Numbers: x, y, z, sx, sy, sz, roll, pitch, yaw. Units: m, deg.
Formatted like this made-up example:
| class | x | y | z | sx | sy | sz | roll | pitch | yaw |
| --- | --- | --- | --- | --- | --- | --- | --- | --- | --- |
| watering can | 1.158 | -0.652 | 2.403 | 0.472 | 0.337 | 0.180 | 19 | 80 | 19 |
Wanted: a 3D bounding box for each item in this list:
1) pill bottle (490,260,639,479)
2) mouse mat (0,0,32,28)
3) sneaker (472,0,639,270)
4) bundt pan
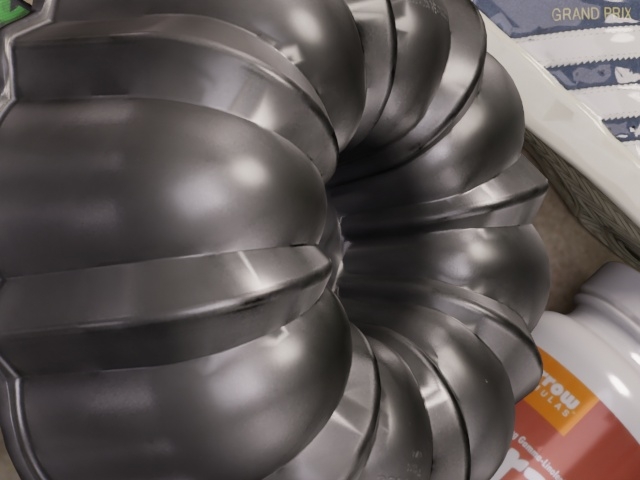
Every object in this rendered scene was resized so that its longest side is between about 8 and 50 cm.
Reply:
| class | x | y | z | sx | sy | sz | roll | pitch | yaw |
| --- | --- | --- | --- | --- | --- | --- | --- | --- | --- |
| pill bottle | 0.114 | 0.117 | 0.938 | 0.216 | 0.121 | 0.121 | -44 | 100 | -9 |
| mouse mat | -0.210 | -0.045 | 0.799 | 0.153 | 0.007 | 0.189 | 30 | 85 | -14 |
| sneaker | 0.173 | -0.090 | 0.942 | 0.350 | 0.131 | 0.148 | 42 | 87 | -10 |
| bundt pan | 0.000 | 0.000 | 0.784 | 0.331 | 0.124 | 0.330 | 10 | 77 | -52 |
